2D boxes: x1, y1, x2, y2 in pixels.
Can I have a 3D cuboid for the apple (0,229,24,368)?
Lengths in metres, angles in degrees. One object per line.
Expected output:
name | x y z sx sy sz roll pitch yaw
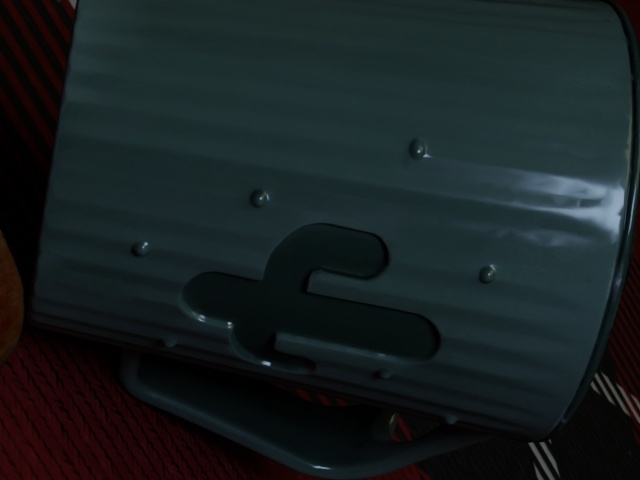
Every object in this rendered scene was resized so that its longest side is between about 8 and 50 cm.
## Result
apple | -0.242 0.033 1.115 0.131 0.146 0.146 -23 86 -49

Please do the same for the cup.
cup | 0.003 0.003 1.339 0.310 0.392 0.401 -114 -147 -77
